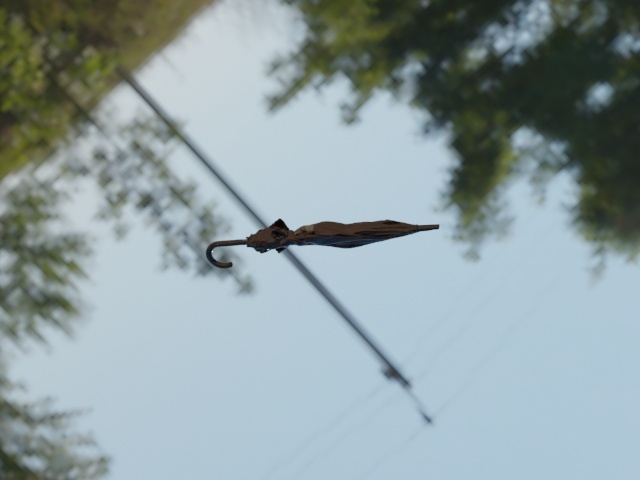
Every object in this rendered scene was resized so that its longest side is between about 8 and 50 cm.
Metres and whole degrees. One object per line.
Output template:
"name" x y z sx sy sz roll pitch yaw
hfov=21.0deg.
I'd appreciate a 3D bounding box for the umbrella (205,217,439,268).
"umbrella" -0.001 -0.003 0.869 0.122 0.022 0.013 -9 -148 14
